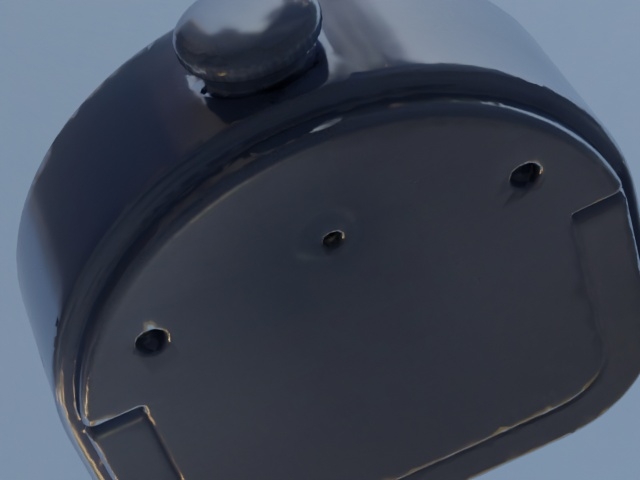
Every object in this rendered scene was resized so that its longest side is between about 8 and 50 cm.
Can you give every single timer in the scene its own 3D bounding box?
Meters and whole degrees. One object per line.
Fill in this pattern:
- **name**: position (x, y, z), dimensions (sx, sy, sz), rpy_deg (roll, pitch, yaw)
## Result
- **timer**: position (0.000, 0.000, 1.142), dimensions (0.395, 0.173, 0.395), rpy_deg (-12, -48, -13)
